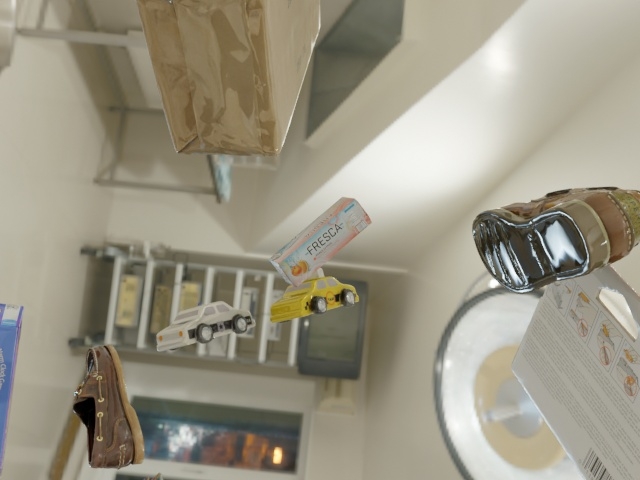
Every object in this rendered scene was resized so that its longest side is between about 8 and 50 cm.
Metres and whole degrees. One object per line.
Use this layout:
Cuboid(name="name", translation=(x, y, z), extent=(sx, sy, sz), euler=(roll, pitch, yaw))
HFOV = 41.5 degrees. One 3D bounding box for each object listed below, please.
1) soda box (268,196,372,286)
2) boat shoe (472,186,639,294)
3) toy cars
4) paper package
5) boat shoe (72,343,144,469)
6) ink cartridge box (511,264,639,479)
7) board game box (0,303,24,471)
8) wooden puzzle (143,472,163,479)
Cuboid(name="soda box", translation=(0.000, 0.000, 1.495), extent=(0.058, 0.183, 0.063), euler=(54, -13, -16))
Cuboid(name="boat shoe", translation=(0.281, -0.003, 0.999), extent=(0.307, 0.104, 0.111), euler=(-178, -113, -77))
Cuboid(name="toy cars", translation=(-0.115, 0.121, 1.564), extent=(0.176, 0.393, 0.087), euler=(150, -73, -77))
Cuboid(name="paper package", translation=(-0.112, -0.325, 1.173), extent=(0.309, 0.168, 0.325), euler=(87, 12, -51))
Cuboid(name="boat shoe", translation=(-0.292, 0.215, 1.123), extent=(0.207, 0.073, 0.073), euler=(-125, -140, -48))
Cuboid(name="ink cartridge box", translation=(0.367, 0.161, 1.067), extent=(0.296, 0.066, 0.261), euler=(-116, -148, -53))
Cuboid(name="board game box", translation=(-0.666, 0.270, 1.487), extent=(0.078, 0.233, 0.347), euler=(-117, -141, -64))
Cuboid(name="wooden puzzle", translation=(-0.238, 0.354, 1.177), extent=(0.049, 0.006, 0.083), euler=(-44, -156, 2))
